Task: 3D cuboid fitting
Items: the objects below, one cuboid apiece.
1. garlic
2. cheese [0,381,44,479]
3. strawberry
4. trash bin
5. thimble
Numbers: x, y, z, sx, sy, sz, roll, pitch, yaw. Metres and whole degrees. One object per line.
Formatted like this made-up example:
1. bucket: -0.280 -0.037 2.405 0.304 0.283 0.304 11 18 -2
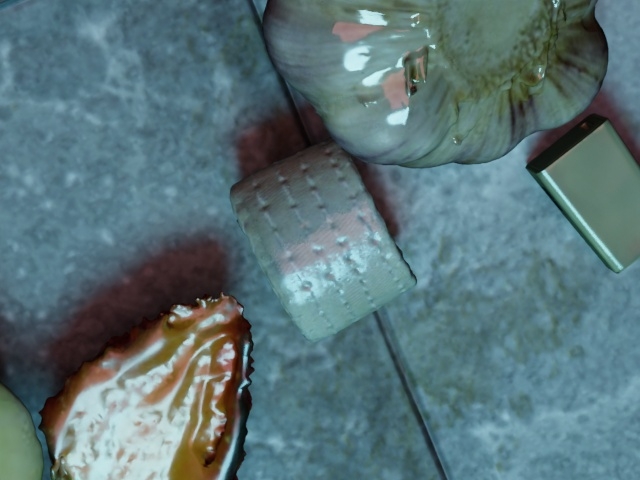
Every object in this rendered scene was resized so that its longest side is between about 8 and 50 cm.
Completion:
1. garlic: 0.073 -0.159 0.857 0.244 0.160 0.245 -10 116 -21
2. cheese: -0.343 0.272 0.845 0.383 0.104 0.384 -6 101 -31
3. strawberry: -0.113 0.125 0.919 0.140 0.085 0.192 0 97 -1
4. trash bin: 0.193 -0.031 0.933 0.061 0.043 0.092 -39 99 3
5. thimble: 0.000 0.000 0.900 0.090 0.102 0.115 -29 69 2
